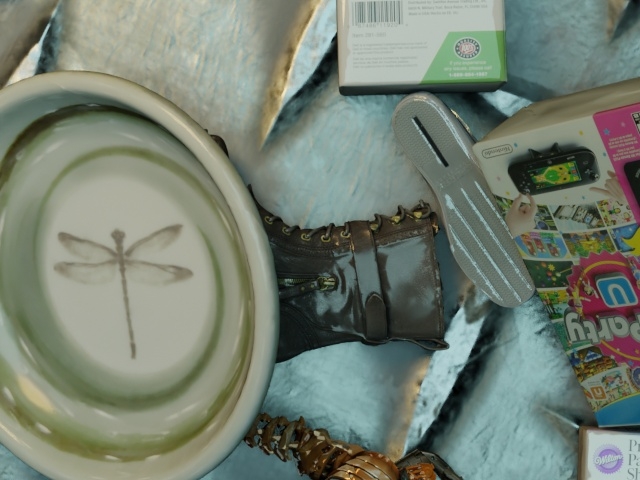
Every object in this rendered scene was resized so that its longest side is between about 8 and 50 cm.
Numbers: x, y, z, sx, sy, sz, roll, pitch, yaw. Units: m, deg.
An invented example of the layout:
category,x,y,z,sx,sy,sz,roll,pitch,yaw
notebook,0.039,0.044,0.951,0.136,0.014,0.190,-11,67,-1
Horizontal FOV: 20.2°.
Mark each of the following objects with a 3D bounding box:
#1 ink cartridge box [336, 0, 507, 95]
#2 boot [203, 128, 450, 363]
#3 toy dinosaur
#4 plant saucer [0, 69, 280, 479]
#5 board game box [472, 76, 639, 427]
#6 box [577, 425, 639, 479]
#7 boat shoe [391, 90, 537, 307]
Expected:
category,x,y,z,sx,sy,sz,roll,pitch,yaw
ink cartridge box,0.093,-0.253,1.714,0.160,0.092,0.220,-1,89,1
boot,0.000,0.000,1.727,0.229,0.091,0.263,-14,93,-4
toy dinosaur,0.024,0.273,1.708,0.322,0.164,0.218,33,75,19
plant saucer,-0.191,0.037,1.669,0.400,0.100,0.401,7,105,29
board game box,0.299,0.011,1.610,0.097,0.224,0.303,-36,106,-38
box,0.410,0.218,1.716,0.323,0.063,0.067,4,88,1
boat shoe,0.151,-0.046,1.718,0.083,0.076,0.226,-26,92,23
